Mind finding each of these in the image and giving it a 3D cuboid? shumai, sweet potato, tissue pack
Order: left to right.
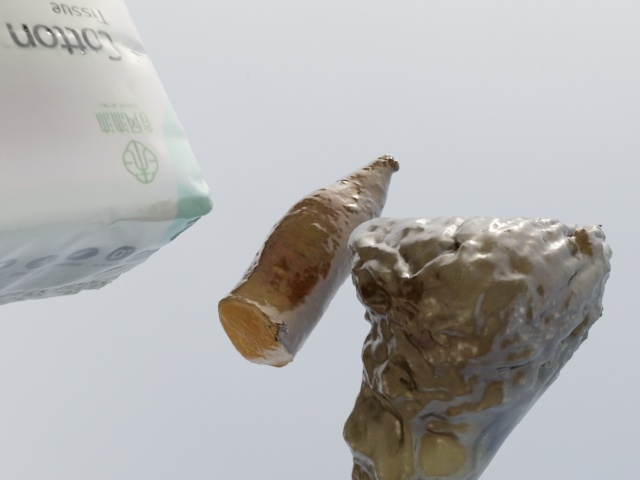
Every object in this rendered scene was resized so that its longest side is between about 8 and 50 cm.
[{"bbox_3d":[-0.282,-0.082,0.622,0.194,0.357,0.266,-34,-104,36],"label":"tissue pack"},{"bbox_3d":[-0.002,0.000,1.238,0.131,0.131,0.336,13,-121,38],"label":"sweet potato"},{"bbox_3d":[0.135,0.119,0.848,0.217,0.346,0.283,3,-93,15],"label":"shumai"}]
